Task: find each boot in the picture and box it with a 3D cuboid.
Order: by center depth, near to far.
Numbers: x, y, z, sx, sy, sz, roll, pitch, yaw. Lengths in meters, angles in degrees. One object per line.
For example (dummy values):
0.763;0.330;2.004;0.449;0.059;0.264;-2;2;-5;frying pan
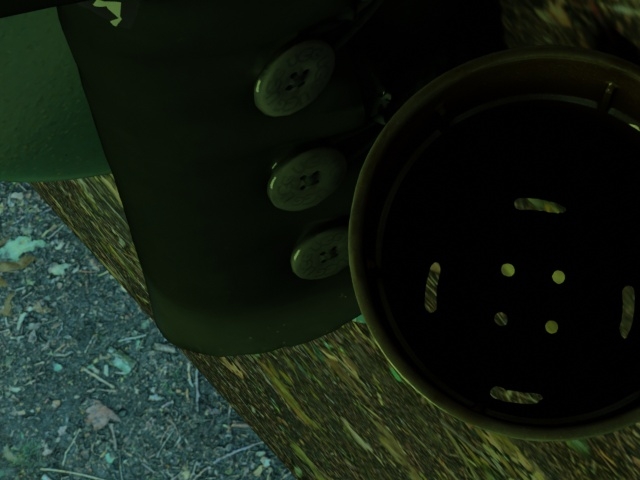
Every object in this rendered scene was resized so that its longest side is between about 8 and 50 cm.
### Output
-0.095;-0.072;0.741;0.445;0.367;0.146;77;171;-66;boot

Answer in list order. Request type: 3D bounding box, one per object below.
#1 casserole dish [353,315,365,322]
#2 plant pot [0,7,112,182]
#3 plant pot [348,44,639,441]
0.000;0.000;1.363;0.114;0.037;0.188;37;161;46;casserole dish
-0.161;-0.174;0.863;0.252;0.248;0.247;34;-162;-38;plant pot
0.100;0.016;0.767;0.167;0.167;0.165;48;175;12;plant pot
